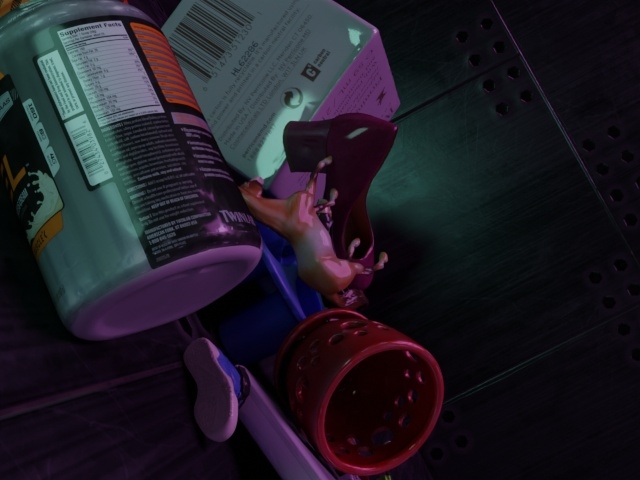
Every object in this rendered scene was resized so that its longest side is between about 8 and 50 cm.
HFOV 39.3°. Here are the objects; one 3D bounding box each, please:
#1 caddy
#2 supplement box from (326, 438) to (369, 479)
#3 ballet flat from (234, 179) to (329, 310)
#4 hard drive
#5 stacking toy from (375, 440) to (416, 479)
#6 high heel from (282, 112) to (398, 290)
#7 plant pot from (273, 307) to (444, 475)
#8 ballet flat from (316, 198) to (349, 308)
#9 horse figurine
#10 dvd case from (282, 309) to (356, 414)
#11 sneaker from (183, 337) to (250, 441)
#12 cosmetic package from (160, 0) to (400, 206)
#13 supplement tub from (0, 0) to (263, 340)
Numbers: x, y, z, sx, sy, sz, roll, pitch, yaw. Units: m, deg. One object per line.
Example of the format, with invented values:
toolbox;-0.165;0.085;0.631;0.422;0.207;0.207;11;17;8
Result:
caddy;-0.087;0.046;1.408;0.241;0.179;0.341;62;4;-10
supplement box;0.017;0.346;1.469;0.130;0.073;0.239;59;5;-38
ballet flat;-0.104;-0.053;2.088;0.482;0.164;0.182;60;-15;-13
hard drive;0.013;0.329;1.127;0.353;0.047;0.233;46;-7;38
stacking toy;0.109;0.395;1.266;0.221;0.052;0.166;105;-24;-56
high heel;0.074;-0.043;1.448;0.127;0.181;0.377;-67;147;-34
plant pot;0.042;0.189;1.198;0.174;0.191;0.191;37;-20;57
ballet flat;0.019;0.020;1.370;0.057;0.049;0.173;-21;102;-75
horse figurine;0.000;0.000;1.289;0.174;0.066;0.263;-36;102;-44
dvd case;-0.002;0.199;1.395;0.018;0.221;0.164;25;16;-15
sneaker;-0.111;0.188;1.057;0.084;0.058;0.152;47;6;-39
cosmetic package;-0.088;-0.268;1.653;0.327;0.329;0.394;34;-1;14
supplement tub;-0.199;-0.084;0.834;0.316;0.194;0.193;64;5;15
